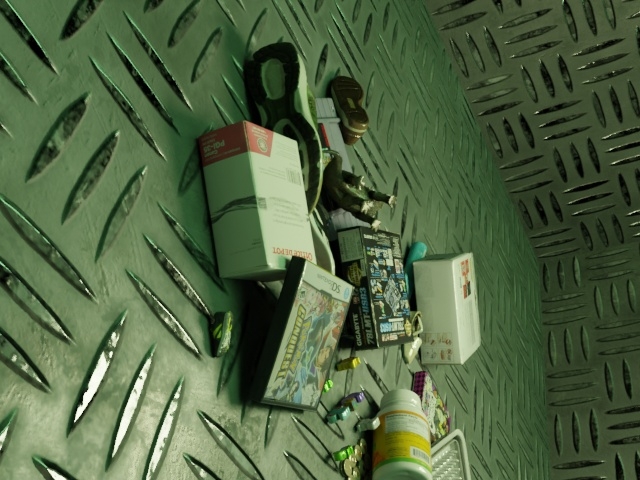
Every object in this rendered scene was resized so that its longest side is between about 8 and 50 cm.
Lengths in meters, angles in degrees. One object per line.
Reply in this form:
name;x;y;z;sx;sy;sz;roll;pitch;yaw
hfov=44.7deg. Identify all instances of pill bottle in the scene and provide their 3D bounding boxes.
pill bottle;0.190;0.474;1.827;0.136;0.136;0.246;59;22;-31

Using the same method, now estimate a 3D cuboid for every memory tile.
memory tile;0.087;0.520;1.747;0.148;0.012;0.113;-24;98;-65

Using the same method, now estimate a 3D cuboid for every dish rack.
dish rack;0.297;0.656;1.986;0.332;0.072;0.286;-9;90;-58

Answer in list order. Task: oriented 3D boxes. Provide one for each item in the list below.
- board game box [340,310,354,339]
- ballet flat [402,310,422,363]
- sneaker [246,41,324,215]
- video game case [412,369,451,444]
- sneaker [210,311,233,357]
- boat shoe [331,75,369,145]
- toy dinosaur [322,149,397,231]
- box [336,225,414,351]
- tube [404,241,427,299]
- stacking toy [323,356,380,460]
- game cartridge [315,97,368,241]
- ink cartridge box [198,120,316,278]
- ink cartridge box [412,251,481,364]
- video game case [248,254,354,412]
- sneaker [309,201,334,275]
board game box;0.088;0.185;1.919;0.186;0.026;0.126;23;55;-60
ballet flat;0.263;0.270;2.207;0.057;0.052;0.168;49;35;-43
sneaker;-0.049;-0.228;1.731;0.182;0.158;0.411;31;51;-64
video game case;0.305;0.518;2.169;0.210;0.041;0.232;61;28;-30
sneaker;-0.178;0.165;1.373;0.031;0.035;0.083;35;66;-69
boat shoe;0.067;-0.355;2.129;0.095;0.095;0.257;12;39;-14
toy dinosaur;0.070;-0.109;1.818;0.313;0.160;0.121;27;85;-42
box;0.144;0.120;1.939;0.295;0.073;0.294;8;74;-65
tube;0.279;0.086;2.355;0.080;0.052;0.207;59;33;-26
stacking toy;0.052;0.369;1.722;0.221;0.052;0.167;-24;97;-63
game cartridge;0.019;-0.184;1.948;0.230;0.068;0.355;-24;98;-69
ink cartridge box;-0.119;-0.067;1.517;0.207;0.117;0.283;12;67;-63
ink cartridge box;0.391;0.199;2.372;0.272;0.130;0.310;-11;97;-65
video game case;-0.029;0.190;1.515;0.248;0.035;0.275;33;71;-61
sneaker;0.000;0.000;1.774;0.121;0.079;0.217;-27;100;-63
